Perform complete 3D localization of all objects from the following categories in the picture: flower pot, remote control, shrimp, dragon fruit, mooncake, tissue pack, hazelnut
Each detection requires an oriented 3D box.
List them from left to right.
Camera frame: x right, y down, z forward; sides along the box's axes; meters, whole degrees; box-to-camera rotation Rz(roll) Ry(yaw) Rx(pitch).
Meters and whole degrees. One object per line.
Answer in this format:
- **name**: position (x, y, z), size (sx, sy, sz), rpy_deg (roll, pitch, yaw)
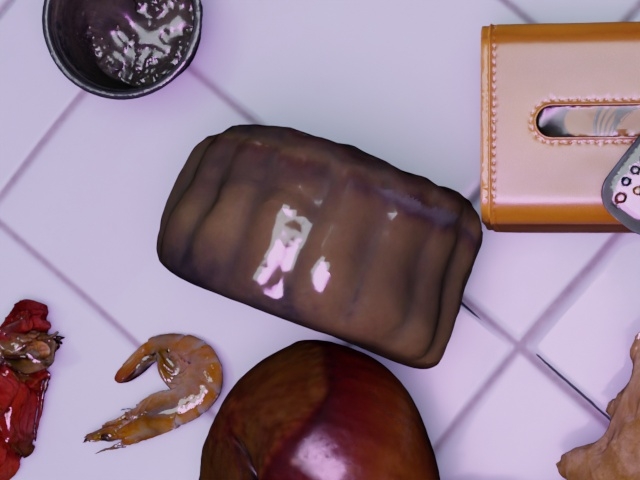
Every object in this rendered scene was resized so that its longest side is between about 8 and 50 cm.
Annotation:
- **dragon fruit**: position (-0.319, 0.151, 1.635), size (0.092, 0.122, 0.192), rpy_deg (25, 89, -31)
- **flower pot**: position (-0.185, -0.212, 1.592), size (0.157, 0.107, 0.157), rpy_deg (0, 89, 6)
- **shrimp**: position (-0.174, 0.149, 1.611), size (0.162, 0.045, 0.095), rpy_deg (-25, 85, 9)
- **mooncake**: position (0.000, 0.000, 1.468), size (0.290, 0.290, 0.161), rpy_deg (19, 86, 9)
- **hazelnut**: position (0.000, 0.206, 1.492), size (0.251, 0.217, 0.217), rpy_deg (-32, 82, 50)
- **tissue pack**: position (0.287, -0.102, 1.499), size (0.275, 0.145, 0.194), rpy_deg (-1, 90, 9)
- **remote control**: position (0.331, -0.102, 1.400), size (0.072, 0.042, 0.222), rpy_deg (39, 96, 8)

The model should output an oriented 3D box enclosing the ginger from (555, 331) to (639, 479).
- **ginger**: position (0.284, 0.294, 1.467), size (0.363, 0.122, 0.348), rpy_deg (50, 120, 16)
